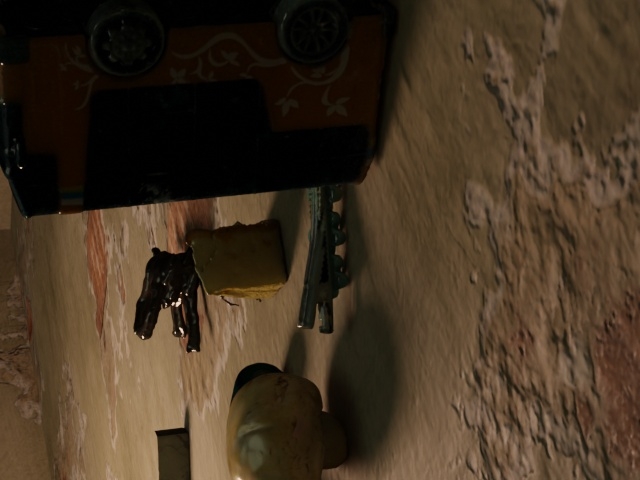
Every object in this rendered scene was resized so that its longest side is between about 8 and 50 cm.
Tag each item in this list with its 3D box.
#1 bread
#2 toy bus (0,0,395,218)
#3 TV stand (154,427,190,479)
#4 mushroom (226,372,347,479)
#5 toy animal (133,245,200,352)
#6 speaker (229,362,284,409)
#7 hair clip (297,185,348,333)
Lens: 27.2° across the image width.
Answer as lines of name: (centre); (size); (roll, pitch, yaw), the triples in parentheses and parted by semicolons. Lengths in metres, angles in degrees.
bread: (-0.096, 0.029, 1.424); (0.080, 0.109, 0.084); (137, 122, -63)
toy bus: (-0.117, -0.138, 1.111); (0.162, 0.323, 0.194); (-121, 29, -52)
TV stand: (-0.217, 0.404, 1.958); (0.040, 0.049, 0.256); (-148, 55, -69)
mushroom: (-0.035, 0.195, 1.271); (0.148, 0.112, 0.148); (177, 90, -74)
toy animal: (-0.198, 0.067, 1.805); (0.233, 0.085, 0.148); (-160, 84, -76)
speaker: (-0.062, 0.186, 1.426); (0.075, 0.060, 0.094); (103, 154, -45)
hair clip: (0.000, 0.000, 1.230); (0.049, 0.049, 0.172); (-175, 86, -71)
